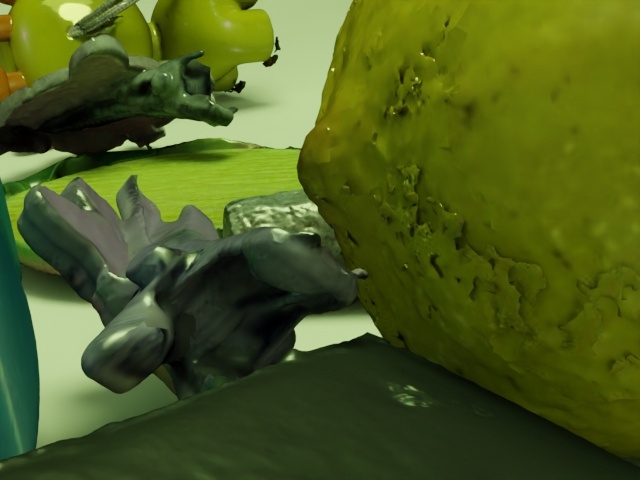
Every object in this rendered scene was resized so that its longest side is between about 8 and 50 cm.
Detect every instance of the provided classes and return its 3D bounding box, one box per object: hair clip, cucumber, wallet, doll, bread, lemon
[{"bbox_3d":[-0.130,-0.086,1.127,0.187,0.056,0.146,-11,-9,39],"label":"hair clip"},{"bbox_3d":[-0.065,0.021,0.737,0.090,0.137,0.278,-52,13,-6],"label":"hair clip"},{"bbox_3d":[0.002,0.000,0.901,0.112,0.064,0.064,-3,19,6],"label":"cucumber"},{"bbox_3d":[-0.010,0.086,0.499,0.146,0.030,0.285,27,24,30],"label":"wallet"},{"bbox_3d":[-0.152,-0.140,1.264,0.221,0.143,0.135,-8,-10,-27],"label":"doll"},{"bbox_3d":[-0.087,-0.019,1.023,0.229,0.033,0.228,-4,17,1],"label":"bread"},{"bbox_3d":[0.144,-0.044,0.698,0.310,0.257,0.258,-15,21,-22],"label":"lemon"}]

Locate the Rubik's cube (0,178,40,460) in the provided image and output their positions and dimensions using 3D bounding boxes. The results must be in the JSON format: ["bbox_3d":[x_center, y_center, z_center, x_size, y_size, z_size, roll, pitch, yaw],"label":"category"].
[{"bbox_3d":[-0.304,-0.044,0.622,0.352,0.351,0.347,-13,17,-7],"label":"Rubik's cube"}]
